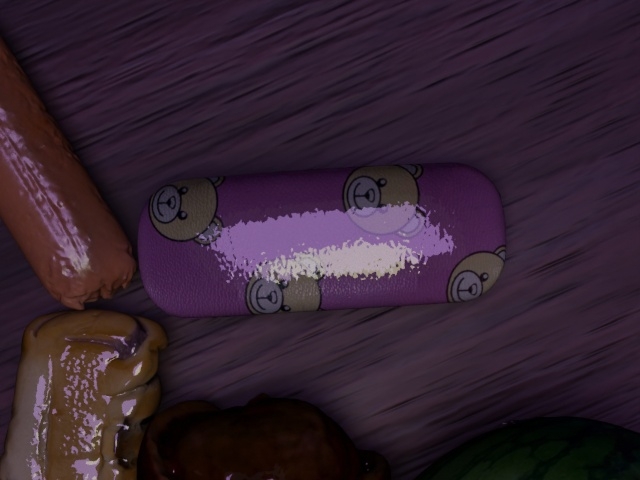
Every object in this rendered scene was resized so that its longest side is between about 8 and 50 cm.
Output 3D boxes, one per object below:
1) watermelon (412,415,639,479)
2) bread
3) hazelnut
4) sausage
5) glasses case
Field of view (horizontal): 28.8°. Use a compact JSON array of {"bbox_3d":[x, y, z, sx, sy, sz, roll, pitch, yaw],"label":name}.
[{"bbox_3d":[0.177,0.306,0.923,0.363,0.363,0.363,0,88,3],"label":"watermelon"},{"bbox_3d":[-0.205,0.170,1.073,0.134,0.081,0.225,11,91,9],"label":"bread"},{"bbox_3d":[-0.053,0.201,1.016,0.201,0.170,0.160,28,88,-11],"label":"hazelnut"},{"bbox_3d":[-0.259,-0.072,1.080,0.086,0.086,0.289,-32,88,2],"label":"sausage"},{"bbox_3d":[0.000,0.000,1.069,0.316,0.076,0.123,-3,89,3],"label":"glasses case"}]
